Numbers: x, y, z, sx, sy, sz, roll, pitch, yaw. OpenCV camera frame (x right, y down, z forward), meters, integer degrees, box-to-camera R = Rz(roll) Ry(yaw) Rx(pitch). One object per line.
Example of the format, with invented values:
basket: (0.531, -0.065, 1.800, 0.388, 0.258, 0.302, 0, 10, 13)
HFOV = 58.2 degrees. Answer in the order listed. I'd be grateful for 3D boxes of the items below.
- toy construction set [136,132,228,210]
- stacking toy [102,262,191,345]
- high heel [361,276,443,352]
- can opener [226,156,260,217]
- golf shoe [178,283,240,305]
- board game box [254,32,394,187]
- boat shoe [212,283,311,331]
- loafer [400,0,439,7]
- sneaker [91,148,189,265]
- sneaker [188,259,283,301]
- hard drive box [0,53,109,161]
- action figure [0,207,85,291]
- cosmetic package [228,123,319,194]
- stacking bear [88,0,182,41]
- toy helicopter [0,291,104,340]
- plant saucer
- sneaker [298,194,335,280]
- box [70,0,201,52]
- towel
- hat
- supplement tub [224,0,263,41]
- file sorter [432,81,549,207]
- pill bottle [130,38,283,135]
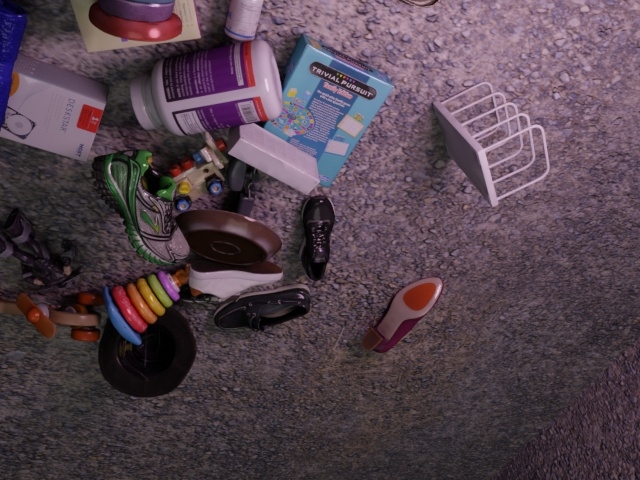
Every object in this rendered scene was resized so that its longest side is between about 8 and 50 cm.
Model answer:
toy construction set: (-0.369, -0.181, 1.488, 0.328, 0.151, 0.215, -18, 133, 16)
stacking toy: (-0.493, 0.156, 1.751, 0.302, 0.166, 0.175, -33, 122, -10)
high heel: (0.313, 0.268, 2.097, 0.377, 0.127, 0.181, -41, 156, 16)
can opener: (-0.236, -0.123, 1.604, 0.095, 0.076, 0.283, 1, 132, -26)
golf shoe: (-0.353, 0.181, 1.844, 0.199, 0.077, 0.093, -5, 137, -4)
board game box: (-0.010, -0.322, 1.490, 0.254, 0.079, 0.336, 18, 124, -26)
boat shoe: (-0.191, 0.247, 1.916, 0.341, 0.113, 0.127, -13, 132, -3)
loafer: (0.178, -0.591, 1.297, 0.251, 0.087, 0.094, 15, 125, -25)
sneaker: (-0.404, -0.070, 1.397, 0.147, 0.134, 0.343, -13, 133, 11)
sneaker: (-0.263, 0.123, 1.780, 0.291, 0.106, 0.123, 1, 119, -21)
hard drive box: (-0.636, -0.309, 1.337, 0.232, 0.089, 0.181, 15, 126, -26)
action figure: (-0.785, 0.048, 1.610, 0.186, 0.099, 0.285, -29, 135, 2)
cosmetic package: (-0.116, -0.209, 1.440, 0.239, 0.098, 0.060, 26, 125, -30)
stacking bear: (-0.326, -0.525, 1.033, 0.176, 0.164, 0.288, 3, 124, -17)
toy helicopter: (-0.825, 0.213, 1.676, 0.356, 0.235, 0.140, 8, 89, 1)
plant saucer: (-0.266, 0.004, 1.627, 0.311, 0.050, 0.310, 8, 155, 4)
sneaker: (0.000, 0.000, 1.742, 0.107, 0.124, 0.283, -5, 131, -11)
box: (-0.389, -0.527, 1.191, 0.243, 0.117, 0.213, -10, 132, -7)
towel: (-0.731, -0.386, 1.181, 0.228, 0.076, 0.308, 37, 121, 9)
hat: (-0.542, 0.352, 1.872, 0.332, 0.331, 0.134, -24, 170, 7)
supplement tub: (-0.171, -0.509, 1.291, 0.071, 0.071, 0.107, 7, 127, -20)
file sorter: (0.449, -0.268, 1.526, 0.173, 0.277, 0.192, -27, 131, 4)
pill bottle: (-0.258, -0.344, 1.324, 0.323, 0.181, 0.181, -9, 132, 6)
